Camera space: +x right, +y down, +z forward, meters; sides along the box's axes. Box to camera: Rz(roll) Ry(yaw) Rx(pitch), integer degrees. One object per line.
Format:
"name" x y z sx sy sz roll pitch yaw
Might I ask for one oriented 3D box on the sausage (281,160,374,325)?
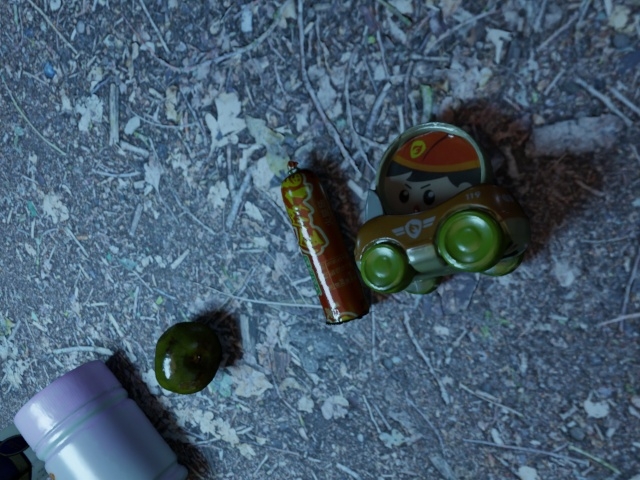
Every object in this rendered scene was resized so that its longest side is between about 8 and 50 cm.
"sausage" 0.000 0.000 0.752 0.083 0.083 0.263 -20 92 28

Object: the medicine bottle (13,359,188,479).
"medicine bottle" -0.448 0.431 0.999 0.315 0.202 0.202 49 118 8

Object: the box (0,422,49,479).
"box" -0.660 0.472 1.080 0.168 0.259 0.071 10 109 23

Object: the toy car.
"toy car" 0.147 -0.046 0.649 0.235 0.145 0.234 -5 81 32

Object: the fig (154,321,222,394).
"fig" -0.251 0.214 0.923 0.127 0.185 0.132 -12 93 -11
